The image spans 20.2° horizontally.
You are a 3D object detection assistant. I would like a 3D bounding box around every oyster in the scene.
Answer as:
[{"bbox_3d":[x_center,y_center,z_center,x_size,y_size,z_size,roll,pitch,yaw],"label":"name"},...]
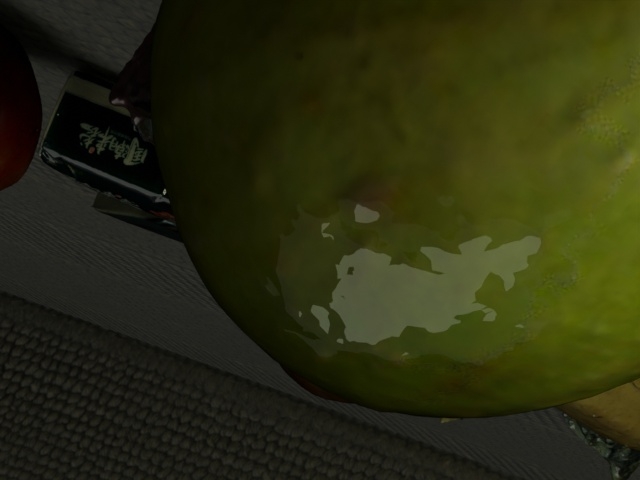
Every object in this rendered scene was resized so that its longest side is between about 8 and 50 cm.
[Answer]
[{"bbox_3d":[0.297,0.167,1.895,0.199,0.087,0.252,24,157,-9],"label":"oyster"}]

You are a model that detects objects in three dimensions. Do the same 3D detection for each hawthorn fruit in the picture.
[{"bbox_3d":[-0.304,-0.114,1.452,0.169,0.169,0.188,23,154,-4],"label":"hawthorn fruit"}]

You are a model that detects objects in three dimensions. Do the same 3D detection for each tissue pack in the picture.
[{"bbox_3d":[-0.147,-0.072,1.518,0.170,0.090,0.103,24,172,-4],"label":"tissue pack"}]

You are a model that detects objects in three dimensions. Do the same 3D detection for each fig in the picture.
[{"bbox_3d":[0.087,-0.058,0.723,0.326,0.258,0.258,-8,150,45],"label":"fig"}]

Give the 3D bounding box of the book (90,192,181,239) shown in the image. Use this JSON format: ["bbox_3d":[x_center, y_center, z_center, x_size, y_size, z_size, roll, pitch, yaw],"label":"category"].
[{"bbox_3d":[-0.022,0.026,1.777,0.379,0.031,0.264,21,176,-21],"label":"book"}]

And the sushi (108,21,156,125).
[{"bbox_3d":[-0.022,-0.094,1.139,0.241,0.107,0.161,21,166,7],"label":"sushi"}]

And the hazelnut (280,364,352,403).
[{"bbox_3d":[0.027,0.057,1.513,0.210,0.210,0.186,19,141,14],"label":"hazelnut"}]

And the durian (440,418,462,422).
[{"bbox_3d":[0.169,0.094,1.604,0.165,0.132,0.182,6,153,20],"label":"durian"}]

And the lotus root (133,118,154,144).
[{"bbox_3d":[-0.081,-0.093,1.291,0.165,0.088,0.088,8,163,42],"label":"lotus root"}]

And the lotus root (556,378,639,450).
[{"bbox_3d":[0.233,0.078,1.367,0.284,0.146,0.160,33,-174,-20],"label":"lotus root"}]
